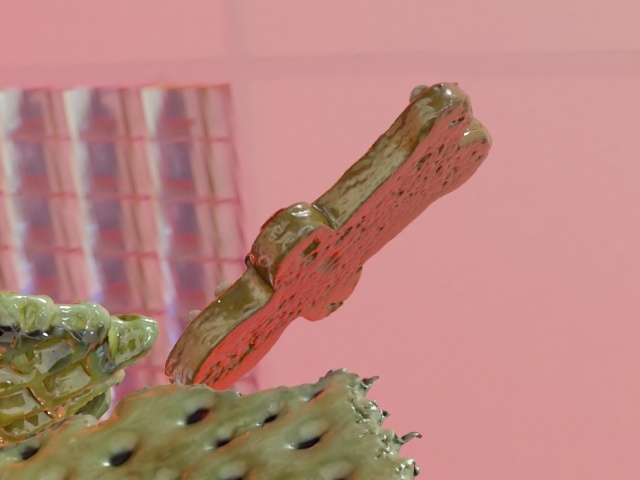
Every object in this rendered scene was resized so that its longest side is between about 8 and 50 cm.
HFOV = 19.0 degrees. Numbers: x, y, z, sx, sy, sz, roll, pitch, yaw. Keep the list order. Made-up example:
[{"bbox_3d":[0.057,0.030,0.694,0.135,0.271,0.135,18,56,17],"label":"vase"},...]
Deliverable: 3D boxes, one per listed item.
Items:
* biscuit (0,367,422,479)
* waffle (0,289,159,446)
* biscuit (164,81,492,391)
[{"bbox_3d":[-0.025,0.105,0.574,0.203,0.144,0.016,59,-5,49],"label":"biscuit"},{"bbox_3d":[-0.215,0.086,1.054,0.208,0.214,0.054,-38,-126,40],"label":"waffle"},{"bbox_3d":[0.000,0.000,1.381,0.301,0.197,0.049,-44,-110,-3],"label":"biscuit"}]
